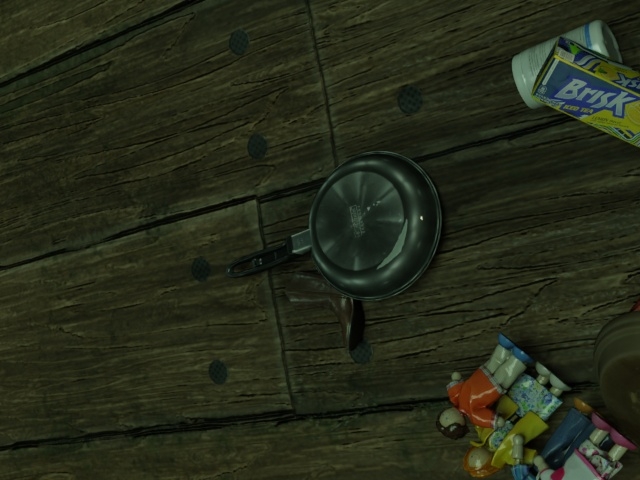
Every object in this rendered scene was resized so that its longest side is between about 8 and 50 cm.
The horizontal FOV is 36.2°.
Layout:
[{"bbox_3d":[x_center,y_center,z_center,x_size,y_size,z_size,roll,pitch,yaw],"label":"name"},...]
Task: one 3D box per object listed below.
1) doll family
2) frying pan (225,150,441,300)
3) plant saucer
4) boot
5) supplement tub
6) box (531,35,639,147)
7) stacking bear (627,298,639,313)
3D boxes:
[{"bbox_3d":[0.243,0.241,1.107,0.163,0.118,0.263,-52,40,5],"label":"doll family"},{"bbox_3d":[0.007,-0.029,1.299,0.326,0.053,0.197,8,86,32],"label":"frying pan"},{"bbox_3d":[0.390,0.175,0.962,0.278,0.041,0.278,32,153,18],"label":"plant saucer"},{"bbox_3d":[0.002,0.094,1.322,0.114,0.037,0.106,0,79,30],"label":"boot"},{"bbox_3d":[0.280,-0.198,1.109,0.107,0.071,0.071,-18,82,32],"label":"supplement tub"},{"bbox_3d":[0.316,-0.152,1.048,0.169,0.054,0.059,25,130,2],"label":"box"},{"bbox_3d":[0.476,0.100,0.945,0.289,0.164,0.175,43,139,12],"label":"stacking bear"}]
